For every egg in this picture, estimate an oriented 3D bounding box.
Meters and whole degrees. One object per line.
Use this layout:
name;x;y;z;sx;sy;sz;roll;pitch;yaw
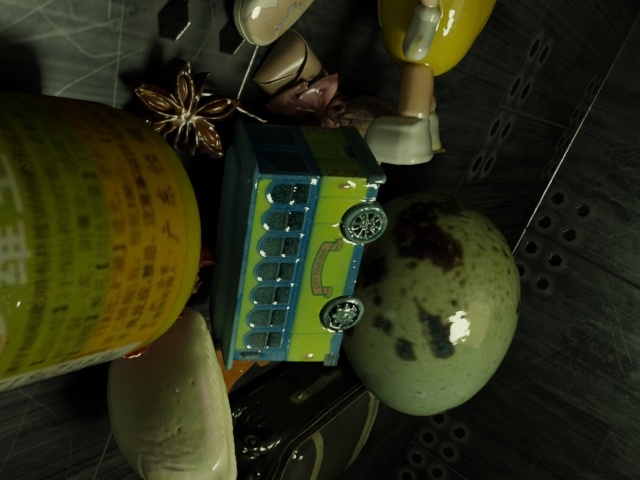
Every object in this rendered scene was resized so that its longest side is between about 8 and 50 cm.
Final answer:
egg;0.198;0.123;1.357;0.345;0.345;0.427;-25;115;-52

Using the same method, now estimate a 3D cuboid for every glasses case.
glasses case;-0.024;-0.306;0.810;0.204;0.051;0.081;-54;155;-10
glasses case;-0.016;-0.180;0.952;0.102;0.070;0.193;-56;156;-2

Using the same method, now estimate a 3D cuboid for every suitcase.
suitcase;-0.041;0.381;1.424;0.434;0.194;0.283;-24;140;-54

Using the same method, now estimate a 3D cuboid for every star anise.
star anise;-0.126;-0.139;0.781;0.191;0.070;0.097;11;107;-44

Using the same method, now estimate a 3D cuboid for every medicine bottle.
medicine bottle;-0.278;0.005;0.476;0.384;0.224;0.224;-9;127;-59

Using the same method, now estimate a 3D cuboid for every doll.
doll;0.150;-0.295;0.978;0.348;0.161;0.423;73;28;-76

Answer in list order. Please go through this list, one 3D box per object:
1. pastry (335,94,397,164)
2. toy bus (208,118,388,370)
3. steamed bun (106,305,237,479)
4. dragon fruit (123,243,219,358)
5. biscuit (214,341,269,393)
pastry;0.035;-0.120;1.082;0.265;0.103;0.112;-58;174;-16
toy bus;-0.039;0.011;0.944;0.190;0.152;0.312;0;124;-17
steamed bun;-0.195;0.215;0.918;0.153;0.238;0.170;-12;148;-3
dragon fruit;-0.217;0.048;0.871;0.192;0.122;0.092;-46;-167;-34
biscuit;-0.112;0.163;1.219;0.250;0.036;0.165;-40;151;-29
